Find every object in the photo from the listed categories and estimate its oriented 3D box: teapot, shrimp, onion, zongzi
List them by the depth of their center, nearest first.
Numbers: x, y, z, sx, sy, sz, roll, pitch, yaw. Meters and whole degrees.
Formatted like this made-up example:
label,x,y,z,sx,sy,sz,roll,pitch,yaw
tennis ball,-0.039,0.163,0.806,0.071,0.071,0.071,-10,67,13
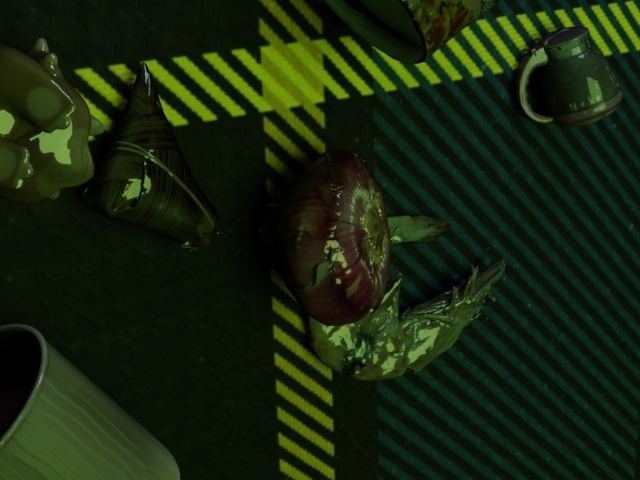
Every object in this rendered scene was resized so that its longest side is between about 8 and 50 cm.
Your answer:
label,x,y,z,sx,sy,sz,roll,pitch,yaw
zongzi,-0.174,-0.093,1.280,0.187,0.084,0.184,25,78,-46
onion,0.000,0.000,1.389,0.230,0.164,0.229,-6,90,-76
shrimp,0.134,0.072,1.564,0.360,0.085,0.246,-18,107,-28
teapot,0.375,-0.252,1.639,0.146,0.148,0.116,68,26,-17

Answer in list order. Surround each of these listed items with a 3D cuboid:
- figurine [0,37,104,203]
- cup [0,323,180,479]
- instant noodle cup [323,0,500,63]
label,x,y,z,sx,sy,sz,roll,pitch,yaw
figurine,-0.344,-0.133,1.087,0.247,0.173,0.177,13,92,-8
cup,-0.332,0.274,1.182,0.288,0.208,0.273,-52,129,-14
instant noodle cup,0.127,-0.385,1.273,0.266,0.340,0.340,-47,127,-6
